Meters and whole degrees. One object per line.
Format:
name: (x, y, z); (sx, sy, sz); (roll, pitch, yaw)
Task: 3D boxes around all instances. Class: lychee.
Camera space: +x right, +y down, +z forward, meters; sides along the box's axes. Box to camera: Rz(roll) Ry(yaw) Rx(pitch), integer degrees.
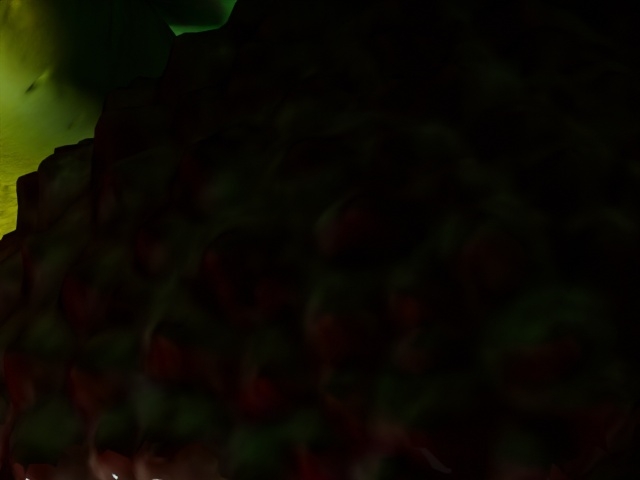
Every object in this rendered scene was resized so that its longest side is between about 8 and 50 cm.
lychee: (0.037, 0.059, 0.602); (0.330, 0.306, 0.306); (-13, 165, 11)

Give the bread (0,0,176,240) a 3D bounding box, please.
bread: (-0.148, -0.068, 0.611); (0.166, 0.112, 0.383); (-24, 169, 6)
